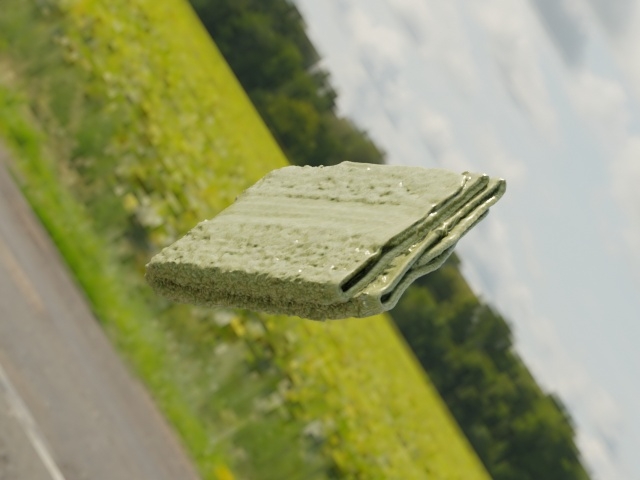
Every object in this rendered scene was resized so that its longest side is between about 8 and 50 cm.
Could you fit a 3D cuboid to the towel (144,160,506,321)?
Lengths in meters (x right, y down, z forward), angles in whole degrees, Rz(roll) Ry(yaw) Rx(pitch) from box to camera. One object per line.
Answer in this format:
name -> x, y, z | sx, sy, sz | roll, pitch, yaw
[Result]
towel -> 0.000, 0.000, 0.820 | 0.148, 0.110, 0.027 | 4, -58, 45
